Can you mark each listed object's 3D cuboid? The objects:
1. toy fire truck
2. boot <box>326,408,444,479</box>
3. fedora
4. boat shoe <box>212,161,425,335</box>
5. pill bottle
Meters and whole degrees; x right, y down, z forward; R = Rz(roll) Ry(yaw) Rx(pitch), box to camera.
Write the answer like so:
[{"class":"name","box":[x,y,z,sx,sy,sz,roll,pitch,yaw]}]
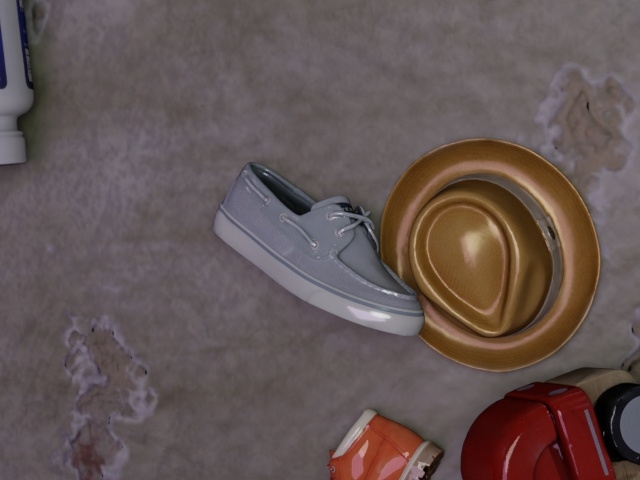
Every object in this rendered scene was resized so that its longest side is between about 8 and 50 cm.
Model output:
[{"class":"toy fire truck","box":[0.147,0.230,0.818,0.246,0.158,0.217,-18,90,-14]},{"class":"boot","box":[0.033,0.223,0.943,0.084,0.059,0.158,33,98,18]},{"class":"fedora","box":[0.126,0.015,0.867,0.194,0.079,0.194,3,98,21]},{"class":"boat shoe","box":[0.000,0.000,0.890,0.227,0.079,0.081,32,106,36]},{"class":"pill bottle","box":[-0.323,-0.160,1.001,0.112,0.112,0.186,-4,94,21]}]
